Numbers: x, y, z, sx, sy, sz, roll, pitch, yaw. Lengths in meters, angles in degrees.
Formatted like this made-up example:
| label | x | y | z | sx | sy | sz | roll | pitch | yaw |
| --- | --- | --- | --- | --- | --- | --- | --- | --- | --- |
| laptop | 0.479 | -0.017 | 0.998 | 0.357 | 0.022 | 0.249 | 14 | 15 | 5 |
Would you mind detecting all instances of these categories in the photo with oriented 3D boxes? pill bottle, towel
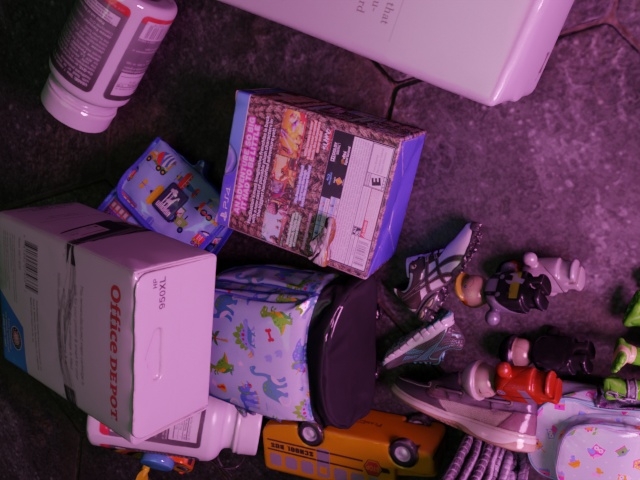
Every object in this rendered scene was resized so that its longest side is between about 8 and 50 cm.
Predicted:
| label | x | y | z | sx | sy | sz | roll | pitch | yaw |
| --- | --- | --- | --- | --- | --- | --- | --- | --- | --- |
| pill bottle | -0.397 | -0.350 | 1.204 | 0.161 | 0.161 | 0.283 | 44 | 117 | 8 |
| towel | 0.217 | 0.454 | 1.064 | 0.121 | 0.283 | 0.235 | 34 | 114 | 15 |
| pill bottle | -0.273 | 0.331 | 1.278 | 0.318 | 0.176 | 0.177 | 10 | 110 | -4 |

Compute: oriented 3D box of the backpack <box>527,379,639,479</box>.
| label | x | y | z | sx | sy | sz | roll | pitch | yaw |
| --- | --- | --- | --- | --- | --- | --- | --- | --- | --- |
| backpack | 0.413 | 0.307 | 1.011 | 0.188 | 0.144 | 0.166 | 10 | 111 | 23 |

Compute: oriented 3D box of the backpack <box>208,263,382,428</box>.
| label | x | y | z | sx | sy | sz | roll | pitch | yaw |
| --- | --- | --- | --- | --- | --- | --- | --- | --- | --- |
| backpack | -0.099 | 0.172 | 1.177 | 0.355 | 0.273 | 0.291 | 20 | 116 | 39 |

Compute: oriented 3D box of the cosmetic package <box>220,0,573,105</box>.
| label | x | y | z | sx | sy | sz | roll | pitch | yaw |
| --- | --- | --- | --- | --- | --- | --- | --- | --- | --- |
| cosmetic package | 0.136 | -0.400 | 0.844 | 0.393 | 0.329 | 0.328 | 26 | 113 | 16 |

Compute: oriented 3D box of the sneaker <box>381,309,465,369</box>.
| label | x | y | z | sx | sy | sz | roll | pitch | yaw |
| --- | --- | --- | --- | --- | --- | --- | --- | --- | --- |
| sneaker | 0.179 | 0.192 | 1.137 | 0.166 | 0.065 | 0.076 | -38 | 91 | 30 |

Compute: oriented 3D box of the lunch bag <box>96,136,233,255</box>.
| label | x | y | z | sx | sy | sz | roll | pitch | yaw |
| --- | --- | --- | --- | --- | --- | --- | --- | --- | --- |
| lunch bag | -0.298 | -0.037 | 1.278 | 0.221 | 0.138 | 0.293 | 43 | 106 | 12 |

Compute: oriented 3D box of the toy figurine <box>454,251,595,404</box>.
| label | x | y | z | sx | sy | sz | roll | pitch | yaw |
| --- | --- | --- | --- | --- | --- | --- | --- | --- | --- |
| toy figurine | 0.300 | 0.128 | 0.982 | 0.148 | 0.213 | 0.210 | -4 | 99 | 43 |

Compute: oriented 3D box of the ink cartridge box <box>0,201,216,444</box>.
| label | x | y | z | sx | sy | sz | roll | pitch | yaw |
| --- | --- | --- | --- | --- | --- | --- | --- | --- | --- |
| ink cartridge box | -0.371 | 0.119 | 1.114 | 0.394 | 0.166 | 0.286 | 18 | 111 | 35 |

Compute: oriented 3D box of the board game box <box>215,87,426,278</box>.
| label | x | y | z | sx | sy | sz | roll | pitch | yaw |
| --- | --- | --- | --- | --- | --- | --- | --- | --- | --- |
| board game box | -0.003 | -0.105 | 1.095 | 0.290 | 0.141 | 0.232 | 21 | 112 | 19 |

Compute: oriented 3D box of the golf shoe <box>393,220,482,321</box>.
| label | x | y | z | sx | sy | sz | roll | pitch | yaw |
| --- | --- | --- | --- | --- | --- | --- | --- | --- | --- |
| golf shoe | 0.190 | 0.040 | 1.082 | 0.093 | 0.077 | 0.198 | 35 | 115 | 13 |

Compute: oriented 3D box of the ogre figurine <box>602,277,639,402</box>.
| label | x | y | z | sx | sy | sz | roll | pitch | yaw |
| --- | --- | --- | --- | --- | --- | --- | --- | --- | --- |
| ogre figurine | 0.499 | 0.151 | 0.955 | 0.118 | 0.097 | 0.197 | 19 | 68 | 13 |

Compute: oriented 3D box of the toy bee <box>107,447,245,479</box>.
| label | x | y | z | sx | sy | sz | roll | pitch | yaw |
| --- | --- | --- | --- | --- | --- | --- | --- | --- | --- |
| toy bee | -0.329 | 0.458 | 1.390 | 0.298 | 0.195 | 0.162 | 32 | 146 | 9 |

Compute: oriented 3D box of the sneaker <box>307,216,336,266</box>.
| label | x | y | z | sx | sy | sz | roll | pitch | yaw |
| --- | --- | --- | --- | --- | --- | --- | --- | --- | --- |
| sneaker | 0.000 | 0.000 | 1.023 | 0.036 | 0.032 | 0.083 | 20 | 111 | 19 |

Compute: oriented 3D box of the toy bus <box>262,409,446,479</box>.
| label | x | y | z | sx | sy | sz | roll | pitch | yaw |
| --- | --- | --- | --- | --- | --- | --- | --- | --- | --- |
| toy bus | 0.061 | 0.382 | 1.216 | 0.332 | 0.108 | 0.130 | 5 | 106 | 24 |

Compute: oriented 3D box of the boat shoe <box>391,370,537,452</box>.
| label | x | y | z | sx | sy | sz | roll | pitch | yaw |
| --- | --- | --- | --- | --- | --- | --- | --- | --- | --- |
| boat shoe | 0.236 | 0.262 | 1.080 | 0.285 | 0.102 | 0.093 | 10 | 80 | 55 |
